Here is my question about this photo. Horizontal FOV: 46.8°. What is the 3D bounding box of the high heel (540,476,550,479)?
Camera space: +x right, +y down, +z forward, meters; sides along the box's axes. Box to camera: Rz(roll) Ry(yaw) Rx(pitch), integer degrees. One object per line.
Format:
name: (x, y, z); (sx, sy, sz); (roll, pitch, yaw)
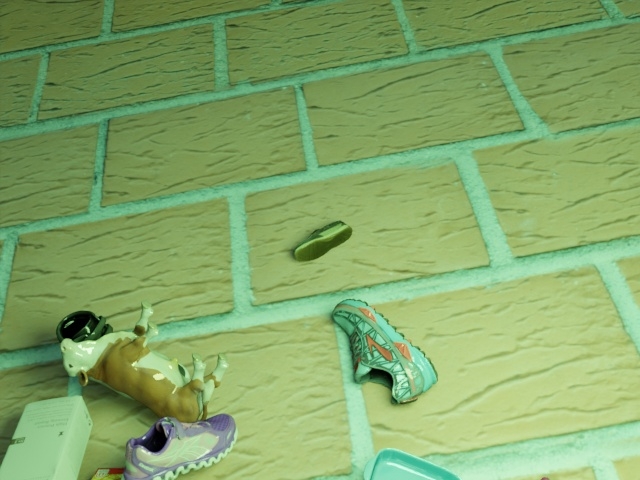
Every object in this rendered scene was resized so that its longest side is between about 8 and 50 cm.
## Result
high heel: (0.344, 0.503, 1.188); (0.117, 0.082, 0.244); (-10, 52, 13)

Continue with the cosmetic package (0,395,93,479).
cosmetic package: (-0.509, 0.400, 1.364); (0.118, 0.085, 0.231); (-10, 29, 1)

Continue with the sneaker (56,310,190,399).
sneaker: (-0.412, 0.230, 1.493); (0.296, 0.146, 0.104); (12, 51, 18)

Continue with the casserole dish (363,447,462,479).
casserole dish: (0.161, 0.432, 1.268); (0.189, 0.037, 0.114); (21, 50, 4)

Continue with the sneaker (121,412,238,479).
sneaker: (-0.254, 0.364, 1.342); (0.236, 0.104, 0.095); (-20, 23, -37)

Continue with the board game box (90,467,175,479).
board game box: (-0.350, 0.473, 1.285); (0.147, 0.045, 0.193); (-3, 20, 7)

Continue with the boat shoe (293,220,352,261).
boat shoe: (0.000, 0.000, 1.689); (0.152, 0.056, 0.049); (-23, 44, -23)

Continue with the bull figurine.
bull figurine: (-0.332, 0.238, 1.405); (0.188, 0.310, 0.101); (-52, 13, 16)

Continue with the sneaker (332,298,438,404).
sneaker: (0.100, 0.217, 1.449); (0.125, 0.104, 0.262); (-38, 54, -19)
